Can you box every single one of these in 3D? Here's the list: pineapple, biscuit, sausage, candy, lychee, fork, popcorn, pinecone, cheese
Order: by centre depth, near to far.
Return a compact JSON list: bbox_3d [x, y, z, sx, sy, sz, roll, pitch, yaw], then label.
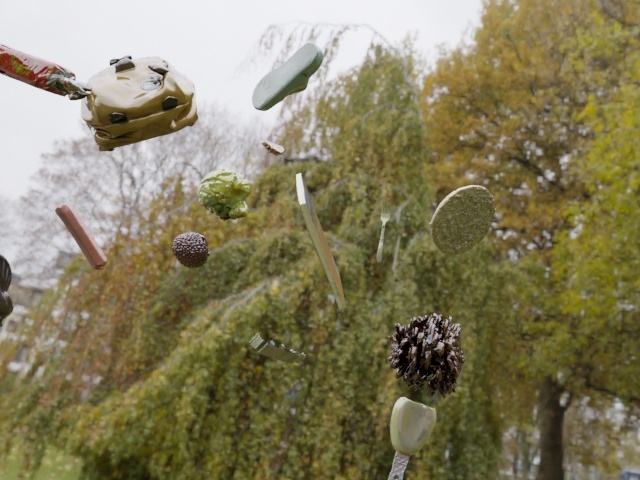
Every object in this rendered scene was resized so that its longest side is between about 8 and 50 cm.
[{"bbox_3d":[0.271,-0.039,1.434,0.152,0.152,0.020,29,9,-40],"label":"biscuit"},{"bbox_3d":[-0.453,-0.007,1.438,0.030,0.147,0.035,-32,3,15],"label":"sausage"},{"bbox_3d":[-0.558,-0.330,1.471,0.292,0.059,0.086,23,6,22],"label":"candy"},{"bbox_3d":[0.181,0.436,1.609,0.097,0.192,0.037,19,-12,-4],"label":"cheese"},{"bbox_3d":[0.271,0.294,1.957,0.221,0.222,0.221,11,-20,4],"label":"pinecone"},{"bbox_3d":[-0.137,-0.274,2.257,0.083,0.045,0.019,16,-51,-43],"label":"pineapple"},{"bbox_3d":[-0.436,0.030,2.544,0.129,0.123,0.123,26,-22,-7],"label":"lychee"},{"bbox_3d":[-0.322,-0.149,2.597,0.197,0.213,0.198,-31,-14,-9],"label":"popcorn"},{"bbox_3d":[0.231,-0.026,2.774,0.034,0.220,0.028,6,-4,6],"label":"fork"}]

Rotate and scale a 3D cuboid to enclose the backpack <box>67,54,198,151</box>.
[{"bbox_3d":[-0.537,-0.414,2.170,0.353,0.378,0.201,-19,-54,-17],"label":"backpack"}]

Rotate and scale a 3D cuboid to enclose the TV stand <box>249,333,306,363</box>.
[{"bbox_3d":[-0.106,0.294,2.007,0.042,0.036,0.249,46,6,31],"label":"TV stand"}]

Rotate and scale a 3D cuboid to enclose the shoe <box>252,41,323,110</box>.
[{"bbox_3d":[-0.056,-0.327,1.561,0.078,0.079,0.195,21,-47,-41],"label":"shoe"}]

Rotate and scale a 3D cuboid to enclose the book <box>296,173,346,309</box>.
[{"bbox_3d":[0.000,0.000,2.344,0.028,0.262,0.374,-19,-66,6],"label":"book"}]

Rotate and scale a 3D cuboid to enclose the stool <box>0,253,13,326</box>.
[{"bbox_3d":[-0.848,0.115,1.904,0.121,0.217,0.125,-7,16,22],"label":"stool"}]
